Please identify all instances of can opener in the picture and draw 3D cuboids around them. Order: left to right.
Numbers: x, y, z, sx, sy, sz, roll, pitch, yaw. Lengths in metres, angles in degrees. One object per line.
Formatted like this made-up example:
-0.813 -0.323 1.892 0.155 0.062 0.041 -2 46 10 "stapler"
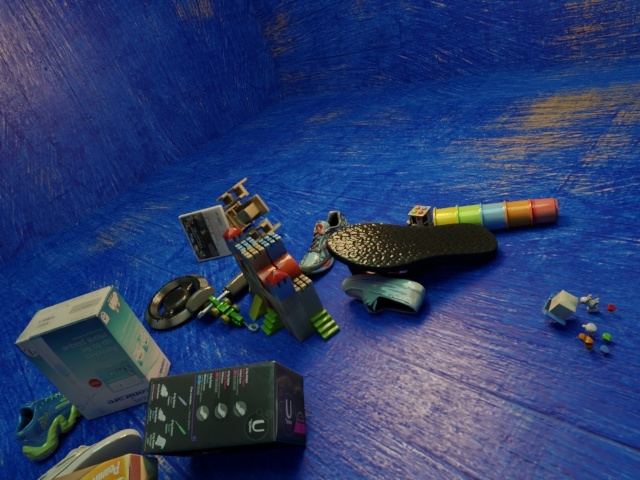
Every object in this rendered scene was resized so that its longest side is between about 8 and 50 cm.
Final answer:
-0.284 0.140 1.386 0.280 0.093 0.074 -39 0 -30 "can opener"

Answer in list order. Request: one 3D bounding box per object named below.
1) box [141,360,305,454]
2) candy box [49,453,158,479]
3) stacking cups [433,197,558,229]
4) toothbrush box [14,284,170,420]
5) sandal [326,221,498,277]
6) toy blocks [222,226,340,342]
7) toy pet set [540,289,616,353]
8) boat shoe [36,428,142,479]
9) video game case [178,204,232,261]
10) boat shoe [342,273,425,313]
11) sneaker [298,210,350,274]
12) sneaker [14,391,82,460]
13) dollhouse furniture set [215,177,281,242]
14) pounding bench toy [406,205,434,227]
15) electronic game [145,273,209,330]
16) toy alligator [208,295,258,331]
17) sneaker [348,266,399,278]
-0.182 0.338 0.876 0.271 0.165 0.143 -12 61 14 "box"
-0.446 0.521 0.792 0.317 0.087 0.182 -21 56 9 "candy box"
0.477 -0.064 1.230 0.317 0.096 0.096 -6 33 23 "stacking cups"
-0.553 0.287 1.119 0.217 0.295 0.126 -18 31 5 "toothbrush box"
0.237 0.039 1.160 0.446 0.107 0.167 0 39 -6 "sandal"
-0.128 0.092 1.196 0.191 0.260 0.381 -33 32 -19 "toy blocks"
0.510 0.162 0.893 0.114 0.065 0.122 31 54 12 "toy pet set"
-0.519 0.495 0.969 0.268 0.096 0.088 -39 38 -13 "boat shoe"
-0.407 -0.023 1.636 0.173 0.190 0.022 -13 21 15 "video game case"
0.146 0.140 1.118 0.228 0.079 0.081 2 51 34 "boat shoe"
0.000 0.000 1.398 0.104 0.125 0.262 1 37 36 "sneaker"
-0.680 0.426 1.143 0.091 0.126 0.240 -13 31 14 "sneaker"
-0.276 -0.104 1.671 0.242 0.212 0.161 -26 16 41 "dollhouse furniture set"
0.299 -0.073 1.384 0.083 0.065 0.052 9 42 43 "pounding bench toy"
-0.466 0.198 1.455 0.230 0.048 0.229 -16 38 13 "electronic game"
-0.250 0.220 1.277 0.190 0.051 0.056 28 53 24 "toy alligator"
0.150 0.079 1.247 0.161 0.057 0.075 18 45 43 "sneaker"
